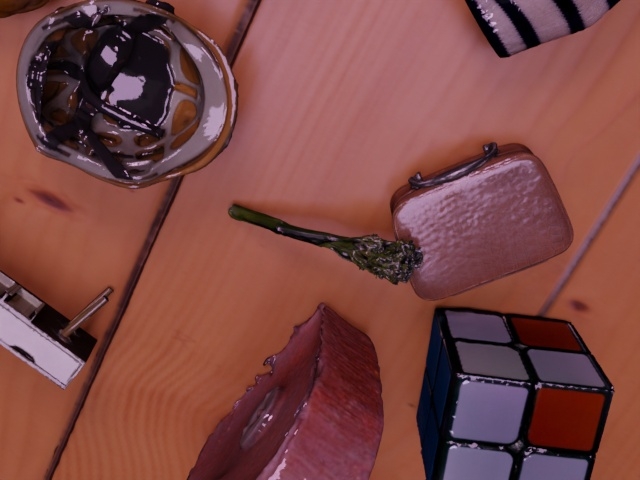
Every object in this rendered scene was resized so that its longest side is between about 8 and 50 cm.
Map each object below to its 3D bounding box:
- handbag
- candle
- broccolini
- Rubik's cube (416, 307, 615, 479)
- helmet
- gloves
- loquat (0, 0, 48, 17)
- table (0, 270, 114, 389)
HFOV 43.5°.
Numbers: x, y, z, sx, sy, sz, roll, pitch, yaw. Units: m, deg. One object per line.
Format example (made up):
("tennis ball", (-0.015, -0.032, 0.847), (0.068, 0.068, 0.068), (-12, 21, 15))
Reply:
("handbag", (0.180, -0.027, 0.926), (0.193, 0.072, 0.151), (-19, 108, 10))
("candle", (-0.024, 0.219, 0.942), (0.131, 0.287, 0.317), (34, 150, -12))
("broccolini", (0.000, 0.000, 0.919), (0.239, 0.054, 0.051), (15, 78, 18))
("Rubik's cube", (0.218, 0.194, 0.946), (0.180, 0.183, 0.167), (7, 110, 1))
("helmet", (-0.203, -0.166, 0.857), (0.224, 0.130, 0.198), (8, 114, -12))
("gloves", (0.257, -0.281, 0.806), (0.219, 0.131, 0.140), (-29, 109, 21))
("loquat", (-0.332, -0.297, 0.830), (0.137, 0.113, 0.137), (0, 89, -13))
("table", (-0.359, 0.050, 0.949), (0.240, 0.121, 0.111), (39, 88, -12))
